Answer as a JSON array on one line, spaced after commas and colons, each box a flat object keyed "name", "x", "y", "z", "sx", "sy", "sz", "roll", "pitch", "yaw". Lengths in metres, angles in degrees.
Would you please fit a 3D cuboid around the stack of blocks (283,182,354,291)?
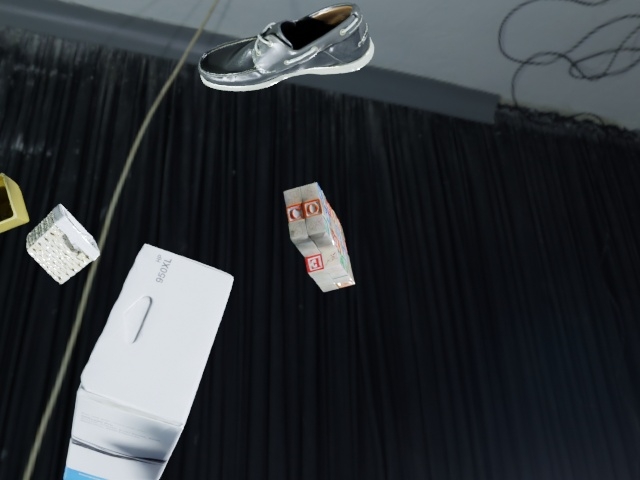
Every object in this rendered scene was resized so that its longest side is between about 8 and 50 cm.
[{"name": "stack of blocks", "x": 0.000, "y": 0.000, "z": 1.813, "sx": 0.087, "sy": 0.171, "sz": 0.297, "roll": -15, "pitch": 157, "yaw": 8}]

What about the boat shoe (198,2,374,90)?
[{"name": "boat shoe", "x": -0.053, "y": -0.252, "z": 0.935, "sx": 0.233, "sy": 0.084, "sz": 0.079, "roll": -7, "pitch": 151, "yaw": 14}]

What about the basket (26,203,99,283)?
[{"name": "basket", "x": -0.542, "y": 0.007, "z": 1.524, "sx": 0.103, "sy": 0.167, "sz": 0.113, "roll": -42, "pitch": 113, "yaw": -9}]

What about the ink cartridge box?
[{"name": "ink cartridge box", "x": -0.300, "y": 0.241, "z": 1.245, "sx": 0.166, "sy": 0.285, "sz": 0.395, "roll": 20, "pitch": 141, "yaw": -8}]

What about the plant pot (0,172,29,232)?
[{"name": "plant pot", "x": -0.535, "y": -0.053, "z": 1.221, "sx": 0.081, "sy": 0.081, "sz": 0.083, "roll": -21, "pitch": 169, "yaw": 3}]
